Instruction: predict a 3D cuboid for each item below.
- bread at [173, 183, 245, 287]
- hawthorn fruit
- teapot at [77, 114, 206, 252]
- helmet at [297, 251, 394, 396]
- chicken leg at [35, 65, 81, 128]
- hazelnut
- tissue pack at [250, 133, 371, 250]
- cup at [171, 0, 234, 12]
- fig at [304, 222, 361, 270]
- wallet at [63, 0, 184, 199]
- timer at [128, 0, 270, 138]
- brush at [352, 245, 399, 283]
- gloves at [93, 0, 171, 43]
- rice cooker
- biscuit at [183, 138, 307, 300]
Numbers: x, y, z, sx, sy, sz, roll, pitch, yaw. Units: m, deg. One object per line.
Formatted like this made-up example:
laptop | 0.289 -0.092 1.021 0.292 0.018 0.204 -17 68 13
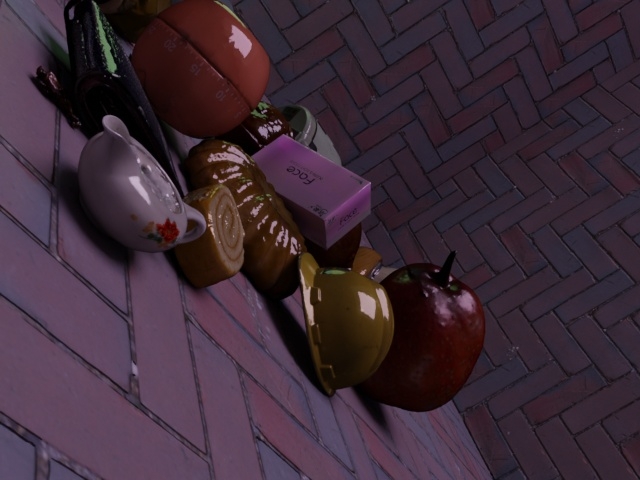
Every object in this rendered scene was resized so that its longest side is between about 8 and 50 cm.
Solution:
bread | -0.152 -0.003 1.037 0.149 0.073 0.122 -78 150 -68
hawthorn fruit | 0.210 0.176 1.612 0.285 0.369 0.285 19 27 -10
teapot | -0.202 -0.047 0.853 0.145 0.092 0.226 65 9 30
helmet | 0.055 0.135 1.337 0.205 0.140 0.257 0 81 -79
chicken leg | -0.315 -0.174 0.930 0.083 0.021 0.036 62 -4 -31
hazelnut | -0.147 -0.229 1.703 0.170 0.160 0.202 24 3 4
tissue pack | -0.033 -0.105 1.572 0.246 0.148 0.092 31 -36 29
cup | -0.329 -0.555 1.743 0.205 0.205 0.312 60 7 24
fig | 0.001 -0.001 1.683 0.205 0.205 0.205 56 7 -11
wallet | -0.270 -0.180 1.074 0.221 0.071 0.262 61 -1 45
timer | -0.208 -0.293 1.332 0.229 0.215 0.229 49 2 -2
brush | 0.113 0.124 1.812 0.166 0.174 0.267 29 13 14
gloves | -0.355 -0.465 1.435 0.154 0.141 0.331 55 7 -8
rice cooker | -0.078 -0.212 1.921 0.244 0.226 0.226 48 11 -39
biscuit | -0.120 -0.046 1.396 0.326 0.107 0.326 60 6 -11
